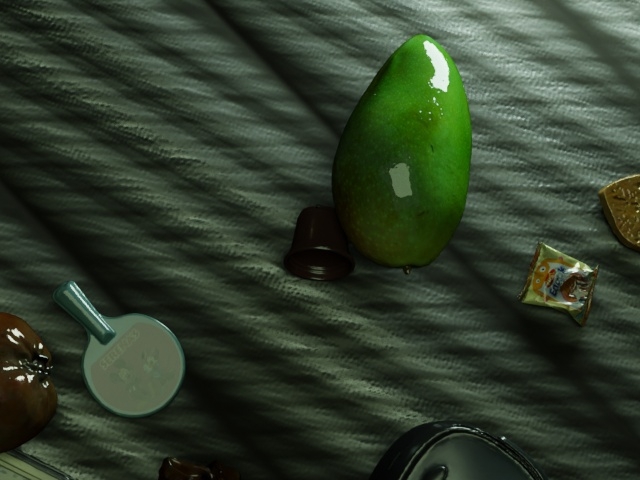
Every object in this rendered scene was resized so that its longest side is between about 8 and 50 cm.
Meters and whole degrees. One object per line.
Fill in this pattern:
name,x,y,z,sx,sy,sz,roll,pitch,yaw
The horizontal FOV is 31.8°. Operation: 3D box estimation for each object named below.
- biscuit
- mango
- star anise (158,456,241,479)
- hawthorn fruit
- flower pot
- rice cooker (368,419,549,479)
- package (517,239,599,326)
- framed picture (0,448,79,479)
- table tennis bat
biscuit,0.564,-0.036,1.864,0.220,0.029,0.142,27,76,0
mango,0.133,-0.140,1.739,0.225,0.201,0.382,21,71,-30
star anise,-0.146,0.404,1.595,0.126,0.190,0.220,-52,43,13
hawthorn fruit,-0.506,0.213,1.600,0.251,0.199,0.199,-16,79,3
flower pot,0.000,0.000,1.755,0.111,0.111,0.089,6,61,-6
rice cooker,0.192,0.390,1.617,0.267,0.224,0.267,2,75,-7
package,0.389,0.070,1.816,0.120,0.031,0.108,22,75,-1
framed picture,-0.473,0.403,1.638,0.195,0.010,0.199,26,75,0
table tennis bat,-0.313,0.159,1.706,0.153,0.040,0.244,-43,90,-14
